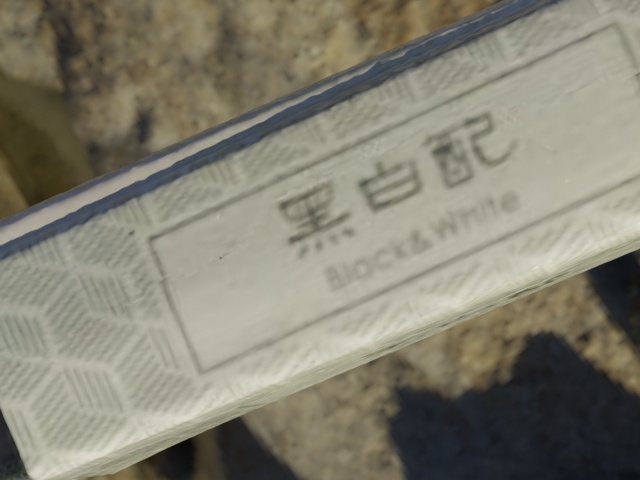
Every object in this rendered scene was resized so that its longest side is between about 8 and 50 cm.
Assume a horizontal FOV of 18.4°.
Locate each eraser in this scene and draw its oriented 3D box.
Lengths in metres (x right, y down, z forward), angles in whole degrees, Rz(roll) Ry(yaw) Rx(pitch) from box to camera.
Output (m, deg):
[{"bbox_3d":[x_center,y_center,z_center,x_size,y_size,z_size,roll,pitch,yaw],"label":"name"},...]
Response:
[{"bbox_3d":[0.000,0.000,0.716,0.098,0.404,0.096,15,-128,-78],"label":"eraser"}]
